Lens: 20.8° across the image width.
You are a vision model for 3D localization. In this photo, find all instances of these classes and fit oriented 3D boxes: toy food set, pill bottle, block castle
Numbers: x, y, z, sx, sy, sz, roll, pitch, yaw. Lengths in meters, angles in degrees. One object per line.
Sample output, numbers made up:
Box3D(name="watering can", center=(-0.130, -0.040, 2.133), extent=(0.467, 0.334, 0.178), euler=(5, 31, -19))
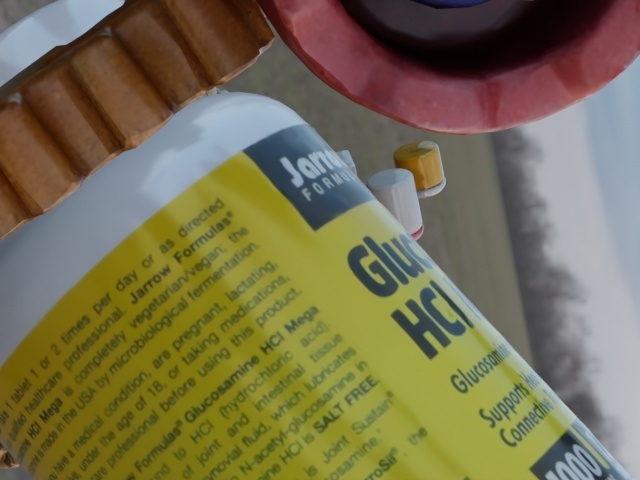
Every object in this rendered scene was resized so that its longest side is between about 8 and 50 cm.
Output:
Box3D(name="toy food set", center=(0.000, 0.000, 1.460), extent=(0.111, 0.232, 0.104), euler=(-112, -171, -66))
Box3D(name="pill bottle", center=(-0.029, 0.062, 0.733), extent=(0.334, 0.188, 0.188), euler=(48, 3, 7))
Box3D(name="block castle", center=(-0.159, -0.156, 0.299), extent=(0.453, 0.303, 0.213), euler=(57, -8, -15))

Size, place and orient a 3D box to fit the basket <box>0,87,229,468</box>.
Box3D(name="basket", center=(-0.135, 0.049, 1.192), extent=(0.223, 0.299, 0.213), euler=(35, 38, -41))
